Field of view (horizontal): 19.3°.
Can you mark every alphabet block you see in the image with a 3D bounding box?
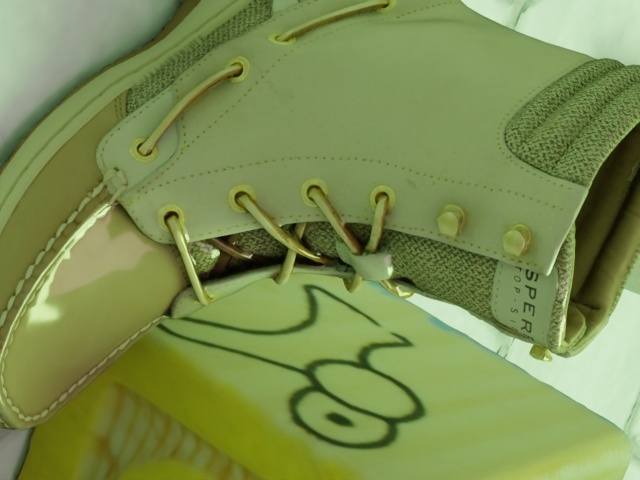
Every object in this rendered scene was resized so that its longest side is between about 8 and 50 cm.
[{"bbox_3d":[-0.009,0.138,0.844,0.197,0.192,0.193,-5,119,-55],"label":"alphabet block"}]

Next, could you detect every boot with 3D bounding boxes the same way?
[{"bbox_3d":[0.000,0.000,0.710,0.262,0.203,0.095,-47,148,-23],"label":"boot"}]

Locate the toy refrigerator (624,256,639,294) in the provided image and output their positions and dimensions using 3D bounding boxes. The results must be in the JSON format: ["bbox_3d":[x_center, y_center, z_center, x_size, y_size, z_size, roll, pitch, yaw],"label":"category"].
[{"bbox_3d":[0.233,-0.022,1.172,0.269,0.094,0.102,4,106,-59],"label":"toy refrigerator"}]
